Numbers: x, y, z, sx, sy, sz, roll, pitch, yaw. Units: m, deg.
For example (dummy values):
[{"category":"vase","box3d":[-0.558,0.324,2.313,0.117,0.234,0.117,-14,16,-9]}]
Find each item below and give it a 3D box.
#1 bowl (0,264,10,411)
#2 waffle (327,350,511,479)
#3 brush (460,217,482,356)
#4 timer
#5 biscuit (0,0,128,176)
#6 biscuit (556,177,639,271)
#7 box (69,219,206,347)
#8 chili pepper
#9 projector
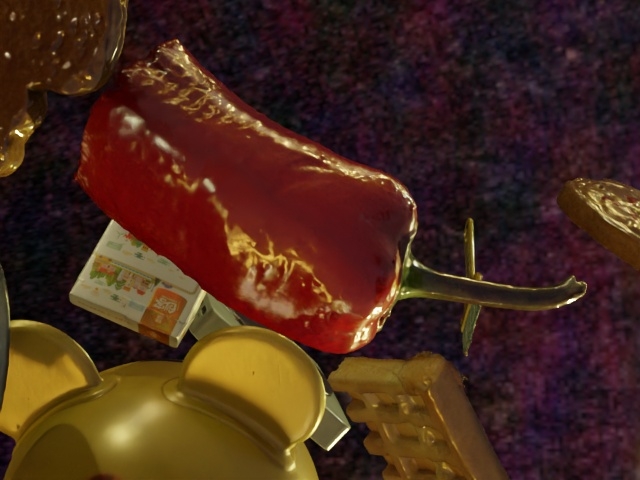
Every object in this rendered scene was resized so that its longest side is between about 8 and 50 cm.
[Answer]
[{"category":"bowl","box3d":[-0.389,0.123,1.061,0.289,0.146,0.289,9,90,-83]},{"category":"waffle","box3d":[0.181,0.348,2.102,0.077,0.304,0.348,-36,107,-30]},{"category":"brush","box3d":[0.177,0.040,1.471,0.218,0.010,0.082,-83,-177,-54]},{"category":"timer","box3d":[-0.165,0.251,1.280,0.376,0.376,0.387,-28,121,-43]},{"category":"biscuit","box3d":[-0.205,-0.185,0.816,0.041,0.208,0.290,14,79,-68]},{"category":"biscuit","box3d":[0.412,0.003,1.441,0.257,0.273,0.049,-5,128,-57]},{"category":"box","box3d":[-0.154,-0.008,1.279,0.122,0.032,0.220,23,62,4]},{"category":"chili pepper","box3d":[-0.003,0.004,0.832,0.338,0.134,0.131,32,20,7]},{"category":"projector","box3d":[-0.090,0.158,1.710,0.079,0.257,0.259,-46,108,3]}]
